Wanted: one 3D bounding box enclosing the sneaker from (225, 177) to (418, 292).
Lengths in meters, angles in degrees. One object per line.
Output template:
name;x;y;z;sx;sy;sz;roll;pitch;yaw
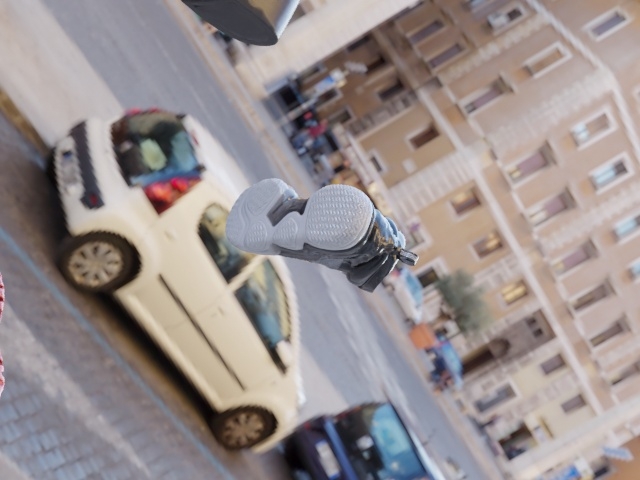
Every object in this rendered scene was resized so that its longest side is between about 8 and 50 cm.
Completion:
sneaker;0.000;0.000;1.358;0.153;0.101;0.268;34;-19;-35

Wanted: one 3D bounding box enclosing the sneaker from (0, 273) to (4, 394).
sneaker;-0.505;0.107;1.513;0.135;0.097;0.276;72;9;-69

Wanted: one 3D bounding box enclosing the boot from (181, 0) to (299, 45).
boot;-0.059;-0.319;0.750;0.096;0.280;0.264;7;-17;45
